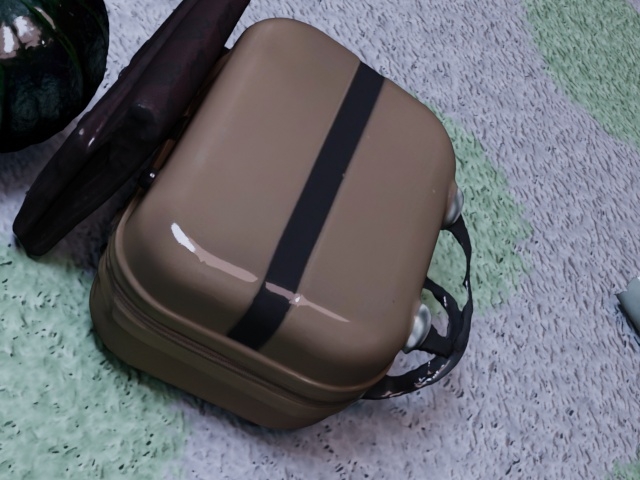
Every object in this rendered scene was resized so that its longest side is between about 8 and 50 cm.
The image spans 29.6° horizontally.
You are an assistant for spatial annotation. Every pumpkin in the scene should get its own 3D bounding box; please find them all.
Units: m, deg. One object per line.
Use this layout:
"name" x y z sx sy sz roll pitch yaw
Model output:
"pumpkin" -0.247 -0.150 0.856 0.201 0.140 0.202 10 48 -11

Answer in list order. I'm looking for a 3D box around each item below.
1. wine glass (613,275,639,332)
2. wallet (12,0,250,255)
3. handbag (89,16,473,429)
"wine glass" 0.368 0.128 1.108 0.074 0.074 0.262 -23 69 -43
"wallet" -0.131 -0.105 0.880 0.049 0.182 0.229 40 41 -15
"handbag" 0.000 0.000 0.910 0.283 0.149 0.302 33 42 -10
